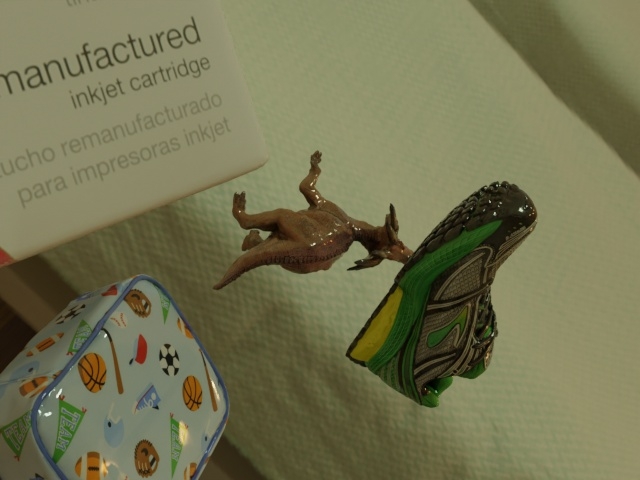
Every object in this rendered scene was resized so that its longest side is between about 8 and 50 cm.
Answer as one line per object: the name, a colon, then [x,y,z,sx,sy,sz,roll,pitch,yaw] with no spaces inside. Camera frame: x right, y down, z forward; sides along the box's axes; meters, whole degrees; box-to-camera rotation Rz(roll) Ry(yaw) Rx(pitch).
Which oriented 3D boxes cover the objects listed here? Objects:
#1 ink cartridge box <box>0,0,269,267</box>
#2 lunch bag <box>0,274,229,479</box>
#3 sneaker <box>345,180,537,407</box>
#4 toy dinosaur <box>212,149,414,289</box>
ink cartridge box: [-0.223,-0.166,0.388,0.279,0.160,0.385,-24,102,-32]
lunch bag: [-0.216,0.197,0.988,0.243,0.115,0.303,63,28,-20]
sneaker: [0.161,0.066,1.092,0.146,0.343,0.134,37,48,9]
toy dinosaur: [0.000,0.000,1.292,0.200,0.127,0.295,35,43,28]
